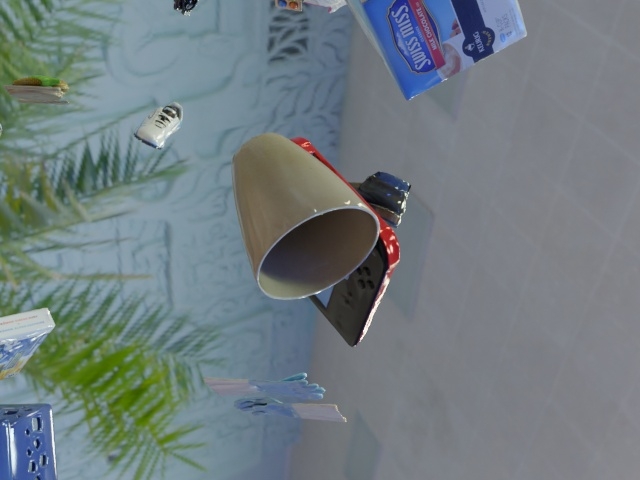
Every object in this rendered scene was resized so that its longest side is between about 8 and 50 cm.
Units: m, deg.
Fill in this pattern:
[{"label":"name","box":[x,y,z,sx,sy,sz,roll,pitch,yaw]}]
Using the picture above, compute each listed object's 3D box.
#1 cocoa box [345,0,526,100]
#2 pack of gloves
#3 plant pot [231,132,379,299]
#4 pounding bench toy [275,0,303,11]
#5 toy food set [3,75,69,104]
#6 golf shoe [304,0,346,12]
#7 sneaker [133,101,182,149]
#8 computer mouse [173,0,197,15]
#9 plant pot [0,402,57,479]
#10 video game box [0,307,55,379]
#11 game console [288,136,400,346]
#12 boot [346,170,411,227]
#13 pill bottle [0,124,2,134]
[{"label":"cocoa box","box":[0.144,-0.453,1.497,0.231,0.228,0.347,55,9,-49]},{"label":"pack of gloves","box":[-0.082,0.293,1.761,0.195,0.232,0.046,59,36,-55]},{"label":"plant pot","box":[-0.064,-0.070,1.751,0.274,0.256,0.256,58,-27,32]},{"label":"pounding bench toy","box":[-0.041,-0.476,1.736,0.052,0.083,0.065,86,18,-60]},{"label":"toy food set","box":[-0.612,-0.330,1.965,0.192,0.132,0.039,174,-82,-80]},{"label":"golf shoe","box":[-0.031,-0.554,1.897,0.140,0.306,0.115,-31,-121,39]},{"label":"sneaker","box":[-0.397,-0.288,2.242,0.086,0.085,0.237,-59,-173,22]},{"label":"computer mouse","box":[-0.230,-0.547,1.770,0.272,0.072,0.189,-110,-141,-64]},{"label":"plant pot","box":[-0.685,0.458,1.831,0.212,0.235,0.236,31,54,-81]},{"label":"video game box","box":[-0.609,0.206,1.652,0.205,0.187,0.048,-45,-114,38]},{"label":"game console","box":[0.000,0.000,1.946,0.386,0.060,0.342,49,-40,26]},{"label":"boot","box":[0.101,-0.124,2.069,0.106,0.219,0.082,-62,-171,-8]},{"label":"pill bottle","box":[-0.781,-0.191,2.002,0.103,0.103,0.184,123,-19,-62]}]
